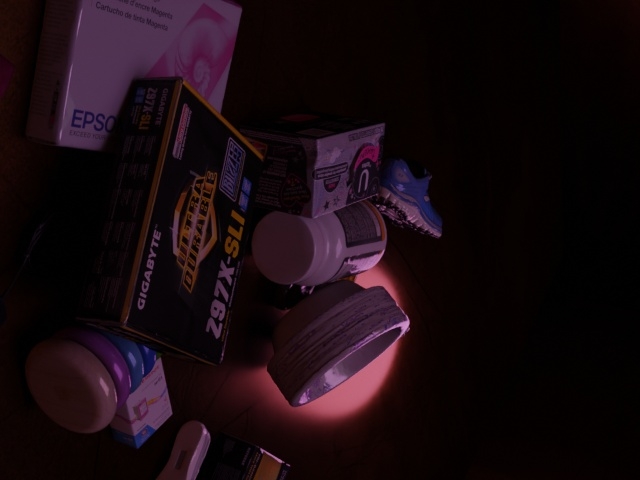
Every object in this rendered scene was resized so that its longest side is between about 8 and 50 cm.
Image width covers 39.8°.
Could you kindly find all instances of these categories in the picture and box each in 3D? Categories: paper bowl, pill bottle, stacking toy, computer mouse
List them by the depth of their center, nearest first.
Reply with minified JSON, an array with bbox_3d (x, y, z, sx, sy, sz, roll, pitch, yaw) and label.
[{"bbox_3d":[-0.392,0.054,1.076,0.071,0.041,0.242,85,25,-50],"label":"computer mouse"},{"bbox_3d":[-0.259,0.125,1.264,0.330,0.141,0.141,-44,140,-51],"label":"stacking toy"},{"bbox_3d":[0.000,0.000,1.650,0.278,0.162,0.162,-9,111,-61],"label":"pill bottle"},{"bbox_3d":[0.020,0.186,1.720,0.284,0.148,0.284,-34,163,-12],"label":"paper bowl"}]

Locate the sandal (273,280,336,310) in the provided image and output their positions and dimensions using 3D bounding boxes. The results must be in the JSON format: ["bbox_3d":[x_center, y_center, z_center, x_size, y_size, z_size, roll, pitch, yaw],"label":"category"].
[{"bbox_3d":[-0.015,0.092,1.779,0.219,0.060,0.090,-16,118,-59],"label":"sandal"}]

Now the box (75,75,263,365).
[{"bbox_3d":[-0.186,-0.015,1.177,0.257,0.079,0.322,45,52,-63],"label":"box"}]

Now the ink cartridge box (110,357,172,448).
[{"bbox_3d":[-0.282,0.241,1.356,0.088,0.052,0.122,-45,139,-45],"label":"ink cartridge box"}]

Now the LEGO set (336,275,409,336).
[{"bbox_3d":[0.098,0.085,1.951,0.107,0.132,0.287,-50,124,-69],"label":"LEGO set"}]

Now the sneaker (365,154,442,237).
[{"bbox_3d":[0.218,-0.104,2.052,0.330,0.129,0.147,35,75,-62],"label":"sneaker"}]

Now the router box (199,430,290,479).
[{"bbox_3d":[-0.178,0.531,1.642,0.309,0.081,0.243,-67,160,-15],"label":"router box"}]

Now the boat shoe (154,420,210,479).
[{"bbox_3d":[-0.240,0.402,1.516,0.063,0.066,0.184,57,43,-54],"label":"boat shoe"}]

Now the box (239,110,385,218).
[{"bbox_3d":[-0.012,-0.136,1.554,0.247,0.163,0.142,-25,123,-56],"label":"box"}]

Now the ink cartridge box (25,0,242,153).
[{"bbox_3d":[-0.228,-0.276,1.179,0.324,0.071,0.330,-2,107,-62],"label":"ink cartridge box"}]

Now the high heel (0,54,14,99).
[{"bbox_3d":[-0.402,-0.026,0.895,0.181,0.127,0.377,4,96,-52],"label":"high heel"}]
